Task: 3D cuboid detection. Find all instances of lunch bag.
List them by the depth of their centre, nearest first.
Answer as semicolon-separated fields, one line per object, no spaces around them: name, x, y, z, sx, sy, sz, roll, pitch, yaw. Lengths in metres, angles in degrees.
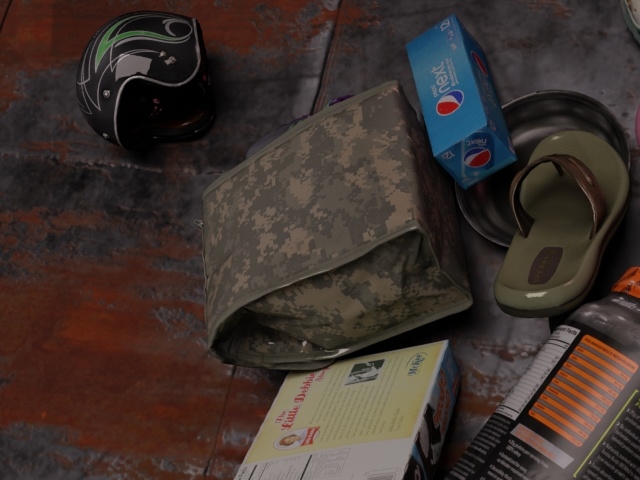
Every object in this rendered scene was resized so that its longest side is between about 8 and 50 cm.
lunch bag;0.000;0.000;1.746;0.287;0.169;0.235;-23;44;16

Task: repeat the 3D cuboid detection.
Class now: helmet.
helmet;-0.219;-0.198;1.967;0.161;0.169;0.169;-10;61;1

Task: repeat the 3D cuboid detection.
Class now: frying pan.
frying pan;0.272;-0.028;1.727;0.197;0.053;0.326;-33;56;6

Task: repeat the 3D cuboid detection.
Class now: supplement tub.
supplement tub;0.262;0.205;1.526;0.207;0.207;0.338;34;82;33

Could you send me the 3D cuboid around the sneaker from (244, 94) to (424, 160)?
sneaker;0.004;-0.134;1.873;0.223;0.098;0.083;-15;60;17

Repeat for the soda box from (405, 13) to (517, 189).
soda box;0.155;-0.158;1.797;0.071;0.067;0.210;-31;38;19

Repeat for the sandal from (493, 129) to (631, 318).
sandal;0.241;-0.035;1.616;0.120;0.086;0.303;-10;29;22

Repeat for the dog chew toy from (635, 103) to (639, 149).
dog chew toy;0.417;-0.057;1.597;0.206;0.206;0.332;-29;43;8

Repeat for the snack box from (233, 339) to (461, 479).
snack box;0.025;0.208;1.602;0.187;0.060;0.322;-11;20;18

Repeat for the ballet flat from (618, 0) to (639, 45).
ballet flat;0.366;-0.290;1.801;0.077;0.079;0.221;-23;59;11
